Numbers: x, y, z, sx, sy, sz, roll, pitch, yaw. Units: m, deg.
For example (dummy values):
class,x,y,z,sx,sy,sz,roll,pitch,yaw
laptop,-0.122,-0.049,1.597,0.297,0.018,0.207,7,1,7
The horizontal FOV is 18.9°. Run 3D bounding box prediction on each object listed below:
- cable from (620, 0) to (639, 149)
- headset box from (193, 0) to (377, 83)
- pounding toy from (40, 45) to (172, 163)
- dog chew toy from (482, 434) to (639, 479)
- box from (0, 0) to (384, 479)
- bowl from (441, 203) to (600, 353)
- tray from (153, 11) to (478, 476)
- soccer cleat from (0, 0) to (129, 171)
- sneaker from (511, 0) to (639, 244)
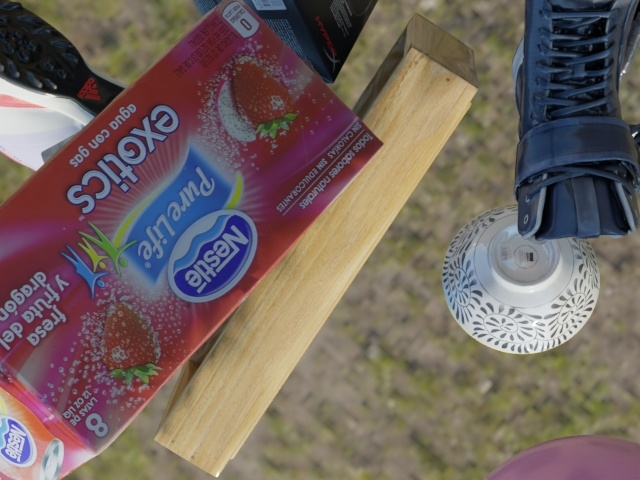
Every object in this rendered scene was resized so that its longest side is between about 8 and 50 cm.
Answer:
class,x,y,z,sx,sy,sz,roll,pitch,yaw
cable,0.292,-0.152,1.657,0.184,0.150,0.047,-25,152,38
headset box,-0.014,-0.318,1.722,0.110,0.293,0.218,4,141,32
pounding toy,-0.121,-0.052,1.498,0.094,0.206,0.181,-25,82,26
dog chew toy,0.222,0.273,1.253,0.332,0.207,0.206,44,157,48
box,-0.102,0.004,1.017,0.122,0.257,0.128,46,147,-5
bowl,0.213,0.026,2.015,0.170,0.170,0.080,35,164,14
tray,0.000,0.000,1.711,0.076,0.203,0.411,33,104,-5
soccer cleat,-0.204,-0.088,1.693,0.318,0.108,0.116,35,140,-6
sneaker,0.167,-0.091,1.213,0.086,0.163,0.226,-1,152,1
